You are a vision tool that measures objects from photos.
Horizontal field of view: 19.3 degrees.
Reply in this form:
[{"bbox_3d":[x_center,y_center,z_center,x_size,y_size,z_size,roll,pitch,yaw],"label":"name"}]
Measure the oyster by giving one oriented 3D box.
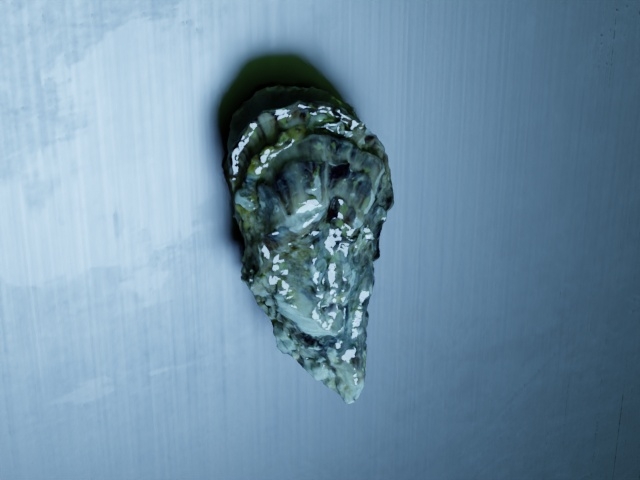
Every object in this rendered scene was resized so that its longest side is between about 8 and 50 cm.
[{"bbox_3d":[-0.002,0.005,1.904,0.162,0.158,0.351,-5,115,11],"label":"oyster"}]
